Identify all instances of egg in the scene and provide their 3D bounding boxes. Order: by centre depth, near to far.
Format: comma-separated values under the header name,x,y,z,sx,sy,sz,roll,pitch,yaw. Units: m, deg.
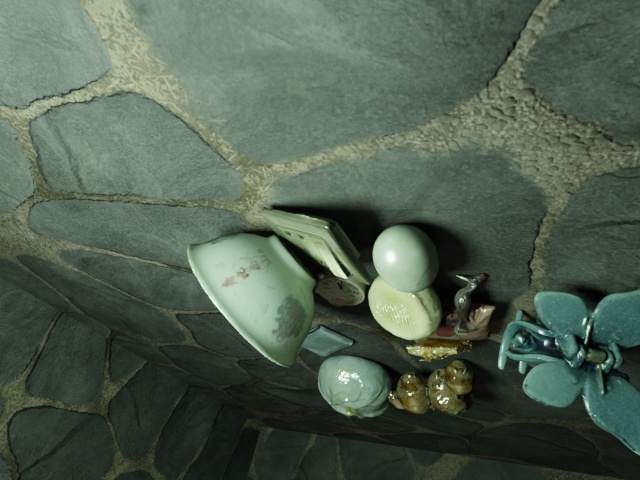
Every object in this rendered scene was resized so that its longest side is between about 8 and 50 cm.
name,x,y,z,sx,sy,sz,roll,pitch,yaw
egg,0.213,0.050,0.995,0.151,0.151,0.209,-10,140,32

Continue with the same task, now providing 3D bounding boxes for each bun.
name,x,y,z,sx,sy,sz,roll,pitch,yaw
bun,0.249,0.174,1.158,0.222,0.128,0.222,20,124,33
bun,0.151,0.660,1.804,0.362,0.211,0.361,12,145,8

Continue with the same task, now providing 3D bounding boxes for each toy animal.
name,x,y,z,sx,sy,sz,roll,pitch,yaw
toy animal,0.393,0.170,1.128,0.105,0.070,0.202,26,111,0

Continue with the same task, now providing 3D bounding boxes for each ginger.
name,x,y,z,sx,sy,sz,roll,pitch,yaw
ginger,0.444,0.595,1.622,0.376,0.176,0.256,-21,127,25

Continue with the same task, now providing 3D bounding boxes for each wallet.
name,x,y,z,sx,sy,sz,roll,pitch,yaw
wallet,0.009,0.416,1.674,0.167,0.036,0.222,30,142,-19

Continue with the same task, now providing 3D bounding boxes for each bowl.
name,x,y,z,sx,sy,sz,roll,pitch,yaw
bowl,-0.139,0.112,1.117,0.196,0.435,0.434,-41,129,-1

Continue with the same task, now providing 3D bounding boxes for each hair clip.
name,x,y,z,sx,sy,sz,roll,pitch,yaw
hair clip,0.662,0.294,1.061,0.319,0.391,0.238,10,171,6

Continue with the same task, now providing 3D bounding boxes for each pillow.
name,x,y,z,sx,sy,sz,roll,pitch,yaw
pillow,0.408,0.246,1.247,0.236,0.084,0.223,-2,141,21

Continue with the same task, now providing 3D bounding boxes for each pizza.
name,x,y,z,sx,sy,sz,roll,pitch,yaw
pizza,0.394,0.355,1.320,0.226,0.069,0.147,-4,-177,-44

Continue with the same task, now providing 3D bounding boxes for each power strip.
name,x,y,z,sx,sy,sz,roll,pitch,yaw
power strip,0.002,-0.001,1.044,0.251,0.092,0.257,23,158,45

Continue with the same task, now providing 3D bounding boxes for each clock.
name,x,y,z,sx,sy,sz,roll,pitch,yaw
clock,0.064,0.135,1.249,0.156,0.063,0.229,16,142,3

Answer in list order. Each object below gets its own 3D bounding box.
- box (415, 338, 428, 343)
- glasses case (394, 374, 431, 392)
name,x,y,z,sx,sy,sz,roll,pitch,yaw
box,0.367,0.355,1.464,0.053,0.024,0.083,-9,139,31
glasses case,0.419,0.643,1.761,0.191,0.042,0.072,-25,141,7
